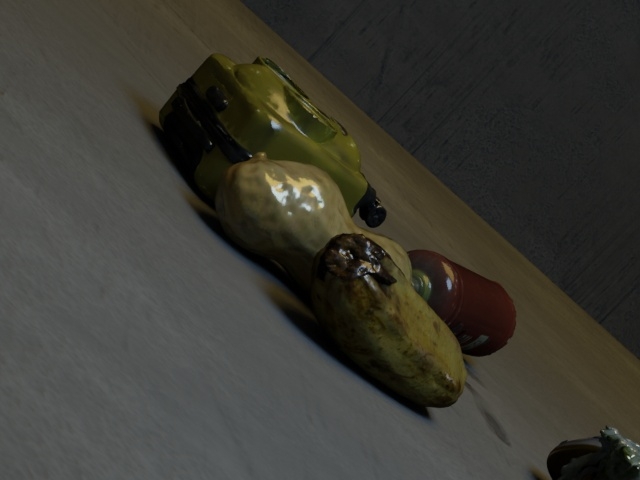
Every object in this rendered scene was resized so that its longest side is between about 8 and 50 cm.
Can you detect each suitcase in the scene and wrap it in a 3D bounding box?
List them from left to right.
[{"bbox_3d":[-0.051,-0.098,1.703,0.235,0.143,0.194,34,13,-40],"label":"suitcase"}]

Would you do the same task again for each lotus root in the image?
[{"bbox_3d":[0.065,0.088,1.529,0.258,0.097,0.110,49,36,-36],"label":"lotus root"}]

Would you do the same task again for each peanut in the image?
[{"bbox_3d":[0.000,0.000,1.586,0.263,0.117,0.101,40,-7,-27],"label":"peanut"}]

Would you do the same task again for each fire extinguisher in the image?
[{"bbox_3d":[0.148,0.092,1.867,0.337,0.106,0.147,21,49,-63],"label":"fire extinguisher"}]

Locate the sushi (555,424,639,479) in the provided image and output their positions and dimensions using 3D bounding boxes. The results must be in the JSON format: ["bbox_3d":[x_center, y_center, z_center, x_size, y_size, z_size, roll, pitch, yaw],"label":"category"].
[{"bbox_3d":[0.222,0.249,1.188,0.139,0.184,0.274,45,8,2],"label":"sushi"}]

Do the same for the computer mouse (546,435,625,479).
[{"bbox_3d":[0.397,0.316,1.746,0.310,0.072,0.158,32,-24,-20],"label":"computer mouse"}]
